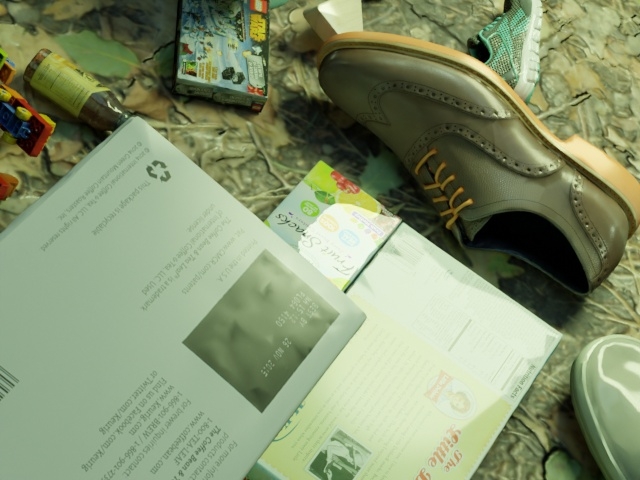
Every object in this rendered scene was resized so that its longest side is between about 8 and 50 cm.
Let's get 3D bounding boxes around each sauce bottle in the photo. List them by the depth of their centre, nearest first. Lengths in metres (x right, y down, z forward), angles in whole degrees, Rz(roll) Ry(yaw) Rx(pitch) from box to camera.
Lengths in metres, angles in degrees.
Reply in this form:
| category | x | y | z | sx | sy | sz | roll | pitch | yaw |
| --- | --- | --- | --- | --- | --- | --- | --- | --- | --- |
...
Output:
| category | x | y | z | sx | sy | sz | roll | pitch | yaw |
| --- | --- | --- | --- | --- | --- | --- | --- | --- | --- |
| sauce bottle | -0.219 | -0.132 | 1.651 | 0.128 | 0.042 | 0.042 | 35 | 49 | 1 |

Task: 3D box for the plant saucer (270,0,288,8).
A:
| category | x | y | z | sx | sy | sz | roll | pitch | yaw |
| --- | --- | --- | --- | --- | --- | --- | --- | --- | --- |
| plant saucer | -0.077 | -0.295 | 1.850 | 0.119 | 0.021 | 0.119 | 11 | 51 | -15 |

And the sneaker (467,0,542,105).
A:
| category | x | y | z | sx | sy | sz | roll | pitch | yaw |
| --- | --- | --- | --- | --- | --- | --- | --- | --- | --- |
| sneaker | 0.195 | -0.215 | 1.883 | 0.076 | 0.065 | 0.166 | 14 | 49 | -8 |

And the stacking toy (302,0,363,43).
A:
| category | x | y | z | sx | sy | sz | roll | pitch | yaw |
| --- | --- | --- | --- | --- | --- | --- | --- | --- | --- |
| stacking toy | 0.028 | -0.356 | 1.778 | 0.309 | 0.130 | 0.279 | 39 | 48 | -38 |

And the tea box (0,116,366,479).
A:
| category | x | y | z | sx | sy | sz | roll | pitch | yaw |
| --- | --- | --- | --- | --- | --- | --- | --- | --- | --- |
| tea box | -0.191 | 0.150 | 1.169 | 0.220 | 0.323 | 0.329 | 40 | 43 | 1 |

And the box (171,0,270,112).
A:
| category | x | y | z | sx | sy | sz | roll | pitch | yaw |
| --- | --- | --- | --- | --- | --- | --- | --- | --- | --- |
| box | -0.099 | -0.196 | 1.760 | 0.094 | 0.027 | 0.137 | 11 | 51 | -14 |

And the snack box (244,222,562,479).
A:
| category | x | y | z | sx | sy | sz | roll | pitch | yaw |
| --- | --- | --- | --- | --- | --- | --- | --- | --- | --- |
| snack box | 0.066 | 0.142 | 1.552 | 0.187 | 0.060 | 0.322 | 36 | 49 | 6 |

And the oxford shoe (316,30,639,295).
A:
| category | x | y | z | sx | sy | sz | roll | pitch | yaw |
| --- | --- | --- | --- | --- | --- | --- | --- | --- | --- |
| oxford shoe | 0.144 | -0.079 | 1.716 | 0.363 | 0.130 | 0.133 | 30 | 56 | 2 |

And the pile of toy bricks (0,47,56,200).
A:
| category | x | y | z | sx | sy | sz | roll | pitch | yaw |
| --- | --- | --- | --- | --- | --- | --- | --- | --- | --- |
| pile of toy bricks | -0.299 | -0.119 | 1.581 | 0.212 | 0.118 | 0.105 | 42 | 19 | 31 |

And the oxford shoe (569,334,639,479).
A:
| category | x | y | z | sx | sy | sz | roll | pitch | yaw |
| --- | --- | --- | --- | --- | --- | --- | --- | --- | --- |
| oxford shoe | 0.398 | 0.251 | 1.572 | 0.169 | 0.130 | 0.449 | -23 | 65 | -33 |

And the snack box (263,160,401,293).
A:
| category | x | y | z | sx | sy | sz | roll | pitch | yaw |
| --- | --- | --- | --- | --- | --- | --- | --- | --- | --- |
| snack box | 0.000 | 0.000 | 1.647 | 0.100 | 0.037 | 0.141 | 36 | 49 | 6 |
